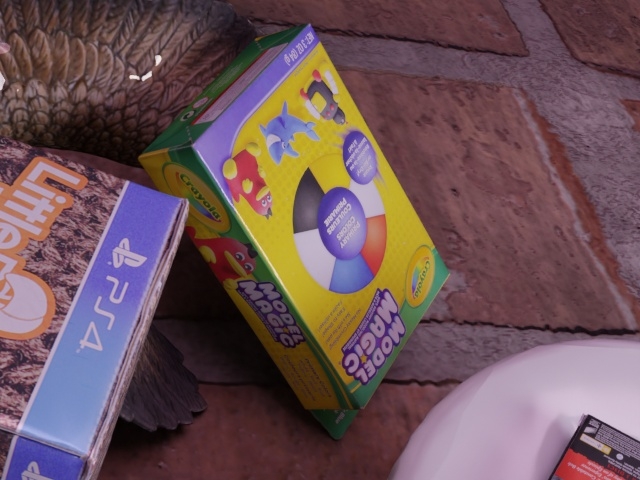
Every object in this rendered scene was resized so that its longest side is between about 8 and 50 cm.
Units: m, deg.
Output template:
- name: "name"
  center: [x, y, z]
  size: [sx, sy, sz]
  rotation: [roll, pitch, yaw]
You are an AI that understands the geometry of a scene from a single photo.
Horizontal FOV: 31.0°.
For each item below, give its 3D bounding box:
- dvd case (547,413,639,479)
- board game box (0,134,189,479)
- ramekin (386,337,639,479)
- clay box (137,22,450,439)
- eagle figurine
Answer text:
- name: "dvd case"
  center: [0.129, 0.140, 0.499]
  size: [0.087, 0.013, 0.119]
  rotation: [27, 52, 18]
- name: "board game box"
  center: [-0.234, 0.056, 0.487]
  size: [0.291, 0.232, 0.141]
  rotation: [20, 42, -7]
- name: "ramekin"
  center: [0.146, 0.181, 0.563]
  size: [0.277, 0.135, 0.277]
  rotation: [3, 50, -3]
- name: "clay box"
  center: [0.000, 0.000, 0.687]
  size: [0.222, 0.053, 0.127]
  rotation: [57, 48, -24]
- name: "eagle figurine"
  center: [-0.174, -0.051, 0.662]
  size: [0.298, 0.226, 0.225]
  rotation: [19, 22, 0]
